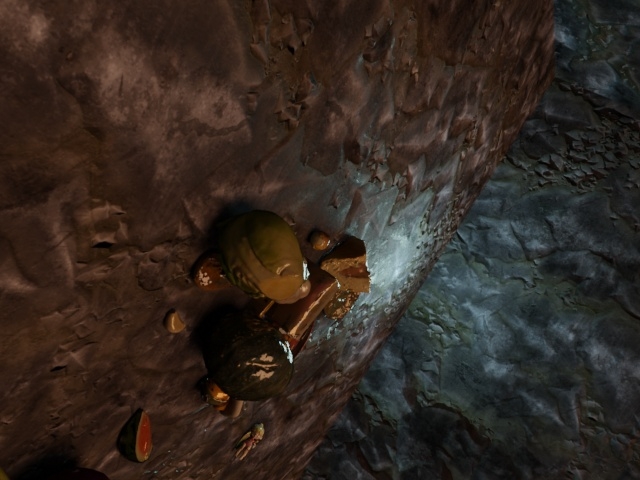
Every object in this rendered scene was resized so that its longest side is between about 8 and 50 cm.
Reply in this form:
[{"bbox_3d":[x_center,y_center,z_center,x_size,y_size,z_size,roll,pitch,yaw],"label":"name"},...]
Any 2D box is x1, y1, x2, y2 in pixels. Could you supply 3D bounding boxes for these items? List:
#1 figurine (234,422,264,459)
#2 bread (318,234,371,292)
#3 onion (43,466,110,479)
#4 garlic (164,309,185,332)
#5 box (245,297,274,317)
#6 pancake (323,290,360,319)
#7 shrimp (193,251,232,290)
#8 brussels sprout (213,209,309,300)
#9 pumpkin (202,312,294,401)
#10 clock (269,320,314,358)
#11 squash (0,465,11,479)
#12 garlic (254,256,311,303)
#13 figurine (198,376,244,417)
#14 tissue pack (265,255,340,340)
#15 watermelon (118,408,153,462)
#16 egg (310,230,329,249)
[{"bbox_3d":[-0.332,0.940,2.446,0.187,0.083,0.083,-52,155,-24],"label":"figurine"},{"bbox_3d":[0.099,0.087,2.175,0.211,0.223,0.184,-91,-179,-50],"label":"bread"},{"bbox_3d":[-0.708,0.769,1.288,0.420,0.398,0.399,32,92,-41],"label":"onion"},{"bbox_3d":[-0.418,0.236,1.486,0.053,0.041,0.083,-46,146,-30],"label":"garlic"},{"bbox_3d":[-0.188,0.197,1.802,0.149,0.073,0.020,-48,144,-14],"label":"box"},{"bbox_3d":[0.095,0.267,2.418,0.241,0.050,0.242,-31,139,-30],"label":"pancake"},{"bbox_3d":[-0.275,0.098,1.543,0.117,0.066,0.262,-61,157,9],"label":"shrimp"},{"bbox_3d":[-0.162,0.041,1.455,0.227,0.294,0.259,-38,137,2],"label":"brussels sprout"},{"bbox_3d":[-0.236,0.372,1.687,0.257,0.292,0.328,-31,140,-5],"label":"pumpkin"},{"bbox_3d":[-0.139,0.371,2.084,0.318,0.080,0.319,-40,144,-37],"label":"clock"},{"bbox_3d":[-0.761,0.526,1.118,0.132,0.132,0.247,-37,149,-35],"label":"squash"},{"bbox_3d":[-0.150,0.139,1.740,0.199,0.199,0.226,-24,170,-48],"label":"garlic"},{"bbox_3d":[-0.376,0.566,1.870,0.140,0.167,0.250,-2,139,-33],"label":"figurine"},{"bbox_3d":[-0.074,0.200,1.841,0.257,0.215,0.123,-50,142,-10],"label":"tissue pack"},{"bbox_3d":[-0.582,0.636,1.661,0.119,0.063,0.245,-57,157,-46],"label":"watermelon"},{"bbox_3d":[0.000,0.000,1.902,0.071,0.071,0.083,-58,157,5],"label":"egg"}]
